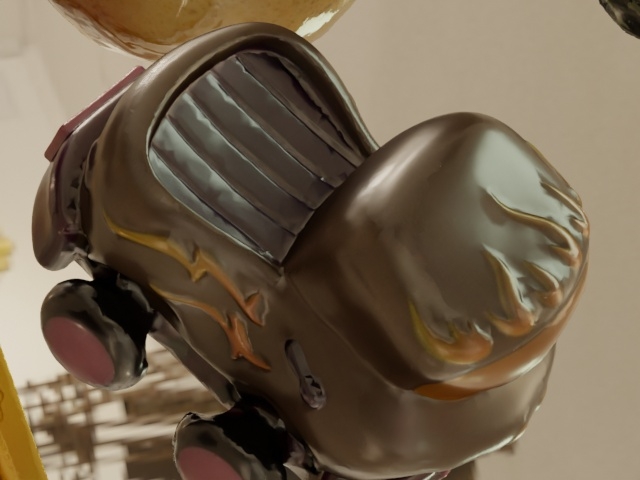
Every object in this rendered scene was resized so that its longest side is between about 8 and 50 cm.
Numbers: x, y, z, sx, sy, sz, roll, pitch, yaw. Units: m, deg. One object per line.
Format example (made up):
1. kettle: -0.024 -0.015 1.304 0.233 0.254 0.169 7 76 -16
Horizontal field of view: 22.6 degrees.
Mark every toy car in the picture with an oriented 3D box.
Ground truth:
1. toy car: 0.000 0.000 0.985 0.341 0.271 0.240 42 -38 1

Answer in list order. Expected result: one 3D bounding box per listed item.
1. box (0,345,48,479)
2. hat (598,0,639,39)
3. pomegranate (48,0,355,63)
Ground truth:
1. box: -0.279 0.126 0.862 0.129 0.247 0.033 66 4 19
2. hat: 0.266 -0.206 1.228 0.050 0.121 0.121 -25 106 -79
3. pomegranate: -0.108 -0.372 1.589 0.417 0.417 0.416 170 -90 -74
